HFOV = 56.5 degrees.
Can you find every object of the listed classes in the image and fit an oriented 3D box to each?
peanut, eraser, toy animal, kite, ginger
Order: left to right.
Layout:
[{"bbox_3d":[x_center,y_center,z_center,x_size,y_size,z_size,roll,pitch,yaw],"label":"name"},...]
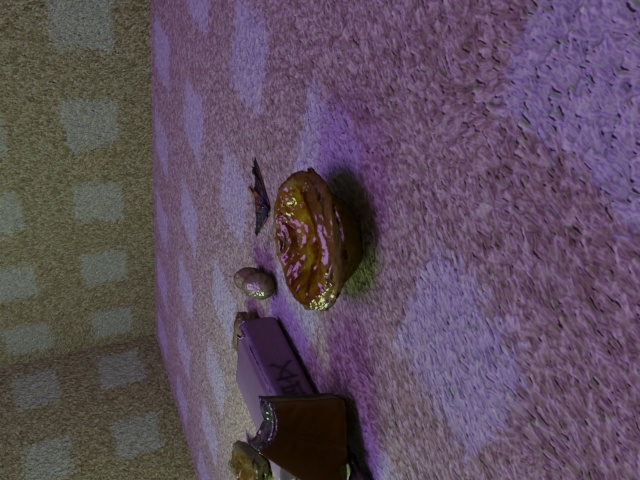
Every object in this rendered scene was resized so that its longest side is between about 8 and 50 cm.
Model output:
[{"bbox_3d":[-0.235,0.283,1.871,0.137,0.074,0.213,59,154,22],"label":"ginger"},{"bbox_3d":[-0.192,0.120,1.698,0.187,0.082,0.082,24,121,61],"label":"peanut"},{"bbox_3d":[-0.175,-0.105,1.661,0.183,0.014,0.241,-132,38,-52],"label":"kite"},{"bbox_3d":[-0.117,0.422,1.610,0.359,0.122,0.272,-124,31,-44],"label":"eraser"},{"bbox_3d":[0.082,0.535,1.269,0.105,0.070,0.202,125,133,-58],"label":"toy animal"}]

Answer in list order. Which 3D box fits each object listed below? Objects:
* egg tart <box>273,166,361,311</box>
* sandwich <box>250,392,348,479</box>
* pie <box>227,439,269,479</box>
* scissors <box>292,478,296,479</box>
[{"bbox_3d":[0.000,0.000,1.186,0.295,0.116,0.295,173,90,-67],"label":"egg tart"},{"bbox_3d":[-0.052,0.460,1.312,0.155,0.198,0.228,143,126,-74],"label":"sandwich"},{"bbox_3d":[-0.257,0.791,2.090,0.282,0.068,0.129,0,74,59],"label":"pie"},{"bbox_3d":[-0.058,0.746,1.719,0.300,0.022,0.109,61,146,37],"label":"scissors"}]
